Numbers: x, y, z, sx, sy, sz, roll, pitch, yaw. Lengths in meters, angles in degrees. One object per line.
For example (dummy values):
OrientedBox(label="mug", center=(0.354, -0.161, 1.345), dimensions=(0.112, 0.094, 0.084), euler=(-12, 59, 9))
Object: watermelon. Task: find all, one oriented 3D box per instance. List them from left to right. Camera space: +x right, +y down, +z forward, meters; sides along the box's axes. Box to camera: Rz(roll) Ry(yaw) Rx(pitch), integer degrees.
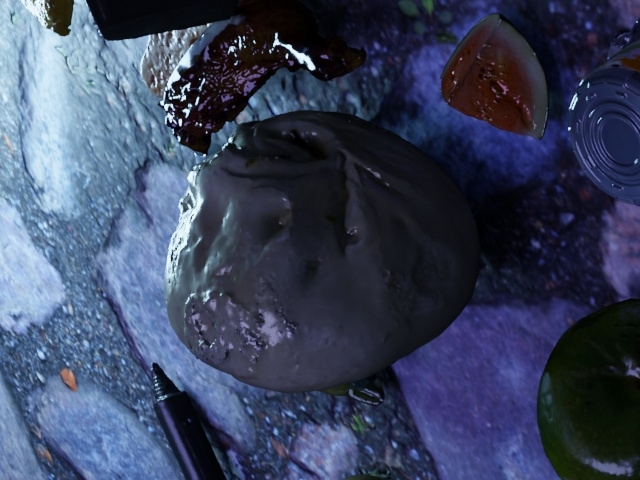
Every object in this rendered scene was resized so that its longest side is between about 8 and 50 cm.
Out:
OrientedBox(label="watermelon", center=(0.152, -0.150, 1.630), dimensions=(0.135, 0.094, 0.125), euler=(6, 126, 57))

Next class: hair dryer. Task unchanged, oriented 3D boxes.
OrientedBox(label="hair dryer", center=(-0.174, 0.341, 2.445), dimensions=(0.352, 0.107, 0.189), euler=(65, 149, 9))

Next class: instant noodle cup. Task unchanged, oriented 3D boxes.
OrientedBox(label="instant noodle cup", center=(0.294, -0.105, 1.441), dimensions=(0.208, 0.125, 0.177), euler=(12, 123, 50))

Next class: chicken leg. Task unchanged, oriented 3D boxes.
OrientedBox(label="chicken leg", center=(-0.070, -0.198, 1.833), dimensions=(0.096, 0.158, 0.407), euler=(25, 163, -27))

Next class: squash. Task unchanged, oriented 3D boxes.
OrientedBox(label="squash", center=(0.027, 0.156, 2.044), dimensions=(0.132, 0.105, 0.105), euler=(34, 141, 10))

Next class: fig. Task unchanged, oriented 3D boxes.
OrientedBox(label="fig", center=(0.322, 0.176, 1.619), dimensions=(0.203, 0.203, 0.235), euler=(36, 178, 33))

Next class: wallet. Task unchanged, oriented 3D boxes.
OrientedBox(label="wallet", center=(-0.191, -0.339, 1.793), dimensions=(0.052, 0.169, 0.245), euler=(-29, 77, 65))

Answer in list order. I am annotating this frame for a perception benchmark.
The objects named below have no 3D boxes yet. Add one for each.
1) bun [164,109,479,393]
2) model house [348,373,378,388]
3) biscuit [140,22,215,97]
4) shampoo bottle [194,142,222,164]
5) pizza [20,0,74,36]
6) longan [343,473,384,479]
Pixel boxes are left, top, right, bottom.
OrientedBox(label="bun", center=(0.000, 0.000, 1.733), dimensions=(0.326, 0.362, 0.234), euler=(-3, 120, 6))
OrientedBox(label="model house", center=(0.028, 0.072, 1.931), dimensions=(0.148, 0.119, 0.148), euler=(27, 101, 1))
OrientedBox(label="biscuit", center=(-0.174, -0.315, 1.984), dimensions=(0.202, 0.047, 0.334), euler=(50, 144, 15))
OrientedBox(label="shampoo bottle", center=(-0.130, -0.032, 2.141), dimensions=(0.069, 0.041, 0.190), euler=(28, 134, 48))
OrientedBox(label="pizza", center=(-0.395, -0.402, 2.211), dimensions=(0.197, 0.058, 0.292), euler=(-12, 102, 57))
OrientedBox(label="longan", center=(0.057, 0.346, 2.120), dimensions=(0.113, 0.092, 0.113), euler=(33, 136, 38))
